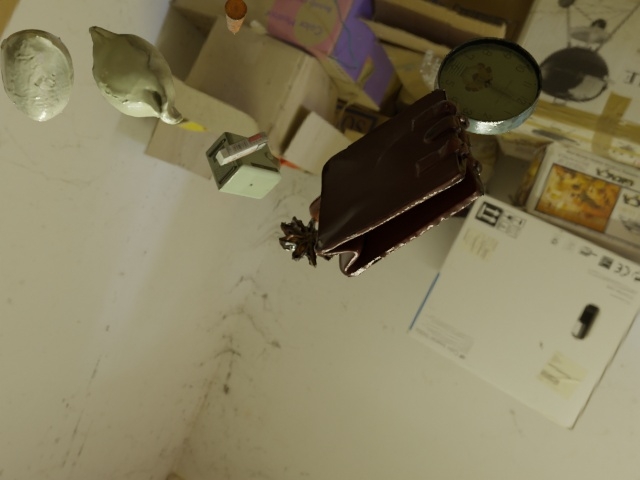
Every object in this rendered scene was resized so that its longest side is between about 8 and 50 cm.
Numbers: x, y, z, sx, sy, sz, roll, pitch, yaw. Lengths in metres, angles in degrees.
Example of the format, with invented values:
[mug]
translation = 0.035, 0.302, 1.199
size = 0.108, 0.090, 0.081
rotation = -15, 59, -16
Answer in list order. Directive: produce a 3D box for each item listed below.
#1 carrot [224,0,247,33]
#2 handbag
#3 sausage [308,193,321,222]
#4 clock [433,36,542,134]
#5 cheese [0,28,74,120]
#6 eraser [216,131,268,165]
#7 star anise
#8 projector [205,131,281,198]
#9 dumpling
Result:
[carrot]
translation = -0.229, -0.589, 1.502
size = 0.057, 0.057, 0.224
rotation = 22, -177, -13
[handbag]
translation = 0.116, -0.097, 0.898
size = 0.084, 0.276, 0.260
rotation = 40, -145, -27
[sausage]
translation = 0.084, -0.148, 1.745
size = 0.083, 0.300, 0.089
rotation = 51, -152, -13
[clock]
translation = 0.490, -0.459, 1.657
size = 0.313, 0.312, 0.061
rotation = 24, 164, 14
[cheese]
translation = -0.657, -0.396, 1.309
size = 0.155, 0.198, 0.189
rotation = -13, -144, -36
[eraser]
translation = -0.183, -0.216, 1.322
size = 0.029, 0.122, 0.052
rotation = 62, 156, 1
[star anise]
translation = 0.003, -0.002, 1.460
size = 0.234, 0.073, 0.177
rotation = -9, -130, -18
[projector]
translation = -0.267, -0.264, 2.023
size = 0.243, 0.163, 0.177
rotation = 7, -128, -47
[dumpling]
translation = -0.381, -0.336, 1.184
size = 0.258, 0.147, 0.193
rotation = 47, -179, 5
